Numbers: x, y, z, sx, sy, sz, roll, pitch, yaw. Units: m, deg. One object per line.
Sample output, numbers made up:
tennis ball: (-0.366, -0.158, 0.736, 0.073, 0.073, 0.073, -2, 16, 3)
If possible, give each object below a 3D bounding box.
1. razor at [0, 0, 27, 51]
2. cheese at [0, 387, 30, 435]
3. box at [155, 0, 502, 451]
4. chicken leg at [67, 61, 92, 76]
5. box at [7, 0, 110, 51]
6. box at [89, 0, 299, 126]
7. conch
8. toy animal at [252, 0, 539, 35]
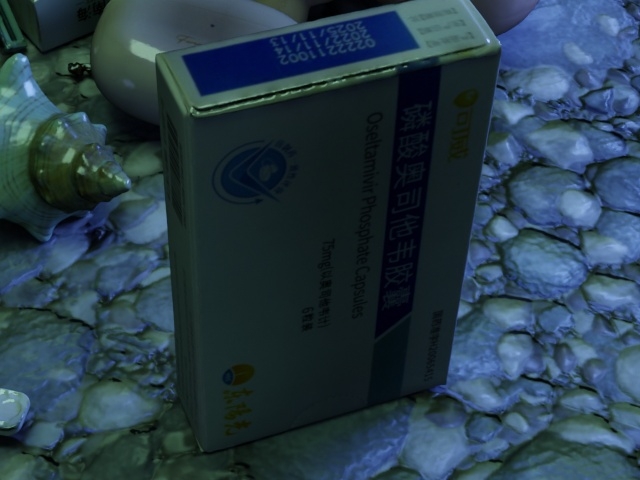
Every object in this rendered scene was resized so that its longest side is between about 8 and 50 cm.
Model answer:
razor: (-0.420, -0.177, 1.316, 0.278, 0.056, 0.111, -24, 92, -15)
cheese: (-0.337, 0.106, 1.055, 0.252, 0.054, 0.127, 10, 47, 6)
box: (0.000, 0.000, 0.968, 0.200, 0.343, 0.065, -14, 50, -14)
chicken leg: (-0.190, -0.154, 1.321, 0.083, 0.021, 0.036, 22, 60, 18)
box: (-0.269, -0.298, 1.419, 0.155, 0.067, 0.243, -29, 54, -24)
box: (-0.102, -0.158, 1.271, 0.200, 0.088, 0.146, 16, 50, -4)
conch: (-0.252, -0.077, 1.170, 0.234, 0.137, 0.114, 25, 35, 12)
toy animal: (0.057, -0.299, 1.353, 0.326, 0.237, 0.269, 35, 44, 23)
